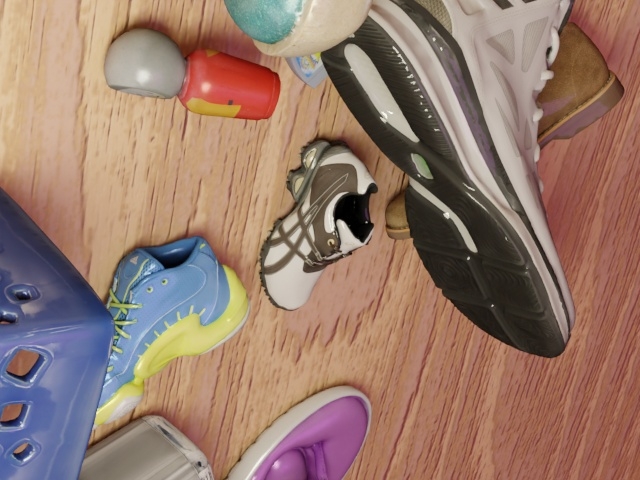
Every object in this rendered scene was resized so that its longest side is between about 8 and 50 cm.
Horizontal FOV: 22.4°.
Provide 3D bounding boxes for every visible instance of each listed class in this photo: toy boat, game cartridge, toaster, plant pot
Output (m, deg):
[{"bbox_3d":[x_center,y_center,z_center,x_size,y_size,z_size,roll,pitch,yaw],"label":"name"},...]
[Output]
[{"bbox_3d":[-0.060,-0.214,1.275,0.148,0.267,0.318,11,136,-21],"label":"toy boat"},{"bbox_3d":[-0.007,-0.180,1.511,0.056,0.017,0.083,-42,143,-7],"label":"game cartridge"},{"bbox_3d":[-0.188,0.276,1.618,0.146,0.129,0.227,-35,139,-28],"label":"toaster"},{"bbox_3d":[-0.321,0.103,1.239,0.212,0.236,0.236,-5,125,-38],"label":"plant pot"}]

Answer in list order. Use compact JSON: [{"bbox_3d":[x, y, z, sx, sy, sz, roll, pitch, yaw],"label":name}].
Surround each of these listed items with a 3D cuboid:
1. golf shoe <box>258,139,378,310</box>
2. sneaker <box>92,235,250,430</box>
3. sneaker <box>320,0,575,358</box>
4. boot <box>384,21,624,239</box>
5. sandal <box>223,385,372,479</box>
[{"bbox_3d":[0.000,0.000,1.610,0.077,0.094,0.198,-15,132,-41],"label":"golf shoe"},{"bbox_3d":[-0.184,0.077,1.502,0.240,0.091,0.126,-35,123,-21],"label":"sneaker"},{"bbox_3d":[0.197,-0.109,1.585,0.257,0.169,0.447,-44,123,-24],"label":"sneaker"},{"bbox_3d":[0.174,-0.119,1.720,0.305,0.112,0.115,-39,112,-9],"label":"boot"},{"bbox_3d":[-0.073,0.343,1.818,0.416,0.102,0.169,-46,144,-8],"label":"sandal"}]
